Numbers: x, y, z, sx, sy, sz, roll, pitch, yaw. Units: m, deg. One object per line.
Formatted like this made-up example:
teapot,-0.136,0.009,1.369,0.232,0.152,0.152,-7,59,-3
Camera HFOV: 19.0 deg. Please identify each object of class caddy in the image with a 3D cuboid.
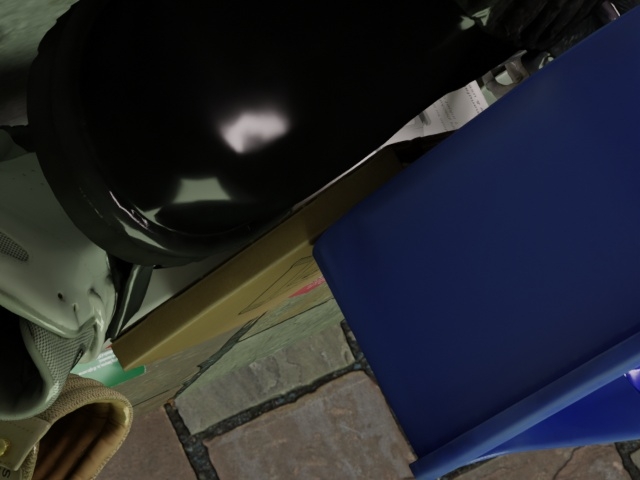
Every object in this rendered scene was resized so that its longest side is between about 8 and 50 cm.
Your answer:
caddy,0.163,0.003,0.919,0.241,0.179,0.341,-22,169,-48

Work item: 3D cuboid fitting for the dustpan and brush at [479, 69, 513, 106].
dustpan and brush,0.157,-0.123,1.593,0.211,0.060,0.147,-33,172,-8

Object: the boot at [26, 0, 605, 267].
boot,0.057,-0.126,0.821,0.260,0.131,0.348,-25,-172,44

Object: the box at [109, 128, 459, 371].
box,0.000,0.000,1.039,0.201,0.021,0.164,-35,172,27

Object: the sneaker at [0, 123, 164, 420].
sneaker,-0.142,0.021,0.910,0.122,0.146,0.330,-43,156,31

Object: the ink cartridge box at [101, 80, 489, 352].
ink cartridge box,-0.040,-0.035,1.204,0.207,0.117,0.283,-32,171,32

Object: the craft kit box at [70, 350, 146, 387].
craft kit box,-0.312,0.142,1.575,0.250,0.061,0.247,-20,-176,-41

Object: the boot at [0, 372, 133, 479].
boot,-0.258,0.120,1.105,0.262,0.203,0.095,-30,138,-48

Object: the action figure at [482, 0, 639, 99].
action figure,0.180,-0.128,1.190,0.164,0.141,0.275,-40,131,4
